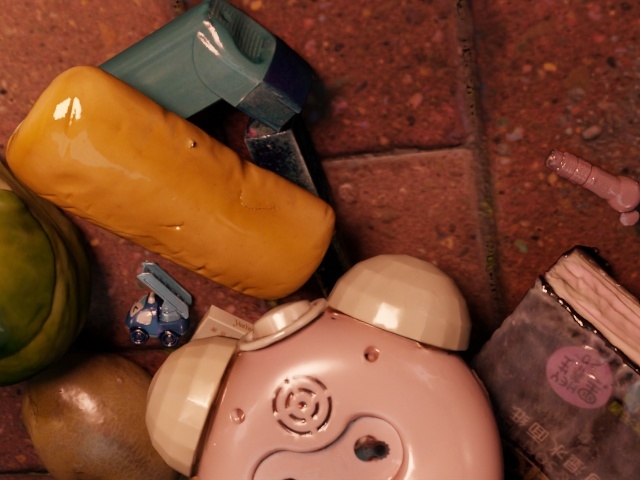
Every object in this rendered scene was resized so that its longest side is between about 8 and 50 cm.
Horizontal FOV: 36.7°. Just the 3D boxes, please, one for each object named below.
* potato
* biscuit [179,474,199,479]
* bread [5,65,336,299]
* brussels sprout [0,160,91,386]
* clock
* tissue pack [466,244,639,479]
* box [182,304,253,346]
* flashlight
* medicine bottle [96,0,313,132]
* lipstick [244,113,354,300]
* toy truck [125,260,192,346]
[{"bbox_3d":[-0.258,0.230,1.160,0.178,0.160,0.235,15,136,55],"label":"potato"},{"bbox_3d":[-0.061,0.311,1.175,0.379,0.054,0.094,7,91,32],"label":"biscuit"},{"bbox_3d":[-0.126,-0.036,0.865,0.305,0.091,0.142,28,140,-27],"label":"bread"},{"bbox_3d":[-0.362,0.023,0.980,0.219,0.210,0.271,-6,114,8],"label":"brussels sprout"},{"bbox_3d":[0.023,0.208,0.959,0.342,0.184,0.325,-24,87,-2],"label":"clock"},{"bbox_3d":[0.257,0.213,1.039,0.259,0.122,0.361,44,133,14],"label":"tissue pack"},{"bbox_3d":[-0.128,0.151,1.165,0.090,0.024,0.167,27,130,-14],"label":"box"},{"bbox_3d":[0.264,-0.057,0.922,0.110,0.031,0.052,25,106,-9],"label":"flashlight"},{"bbox_3d":[-0.140,-0.128,0.887,0.258,0.079,0.124,-22,129,25],"label":"medicine bottle"},{"bbox_3d":[0.000,0.000,0.999,0.051,0.051,0.312,-12,130,14],"label":"lipstick"},{"bbox_3d":[-0.183,0.069,1.088,0.073,0.056,0.090,5,118,-1],"label":"toy truck"}]
